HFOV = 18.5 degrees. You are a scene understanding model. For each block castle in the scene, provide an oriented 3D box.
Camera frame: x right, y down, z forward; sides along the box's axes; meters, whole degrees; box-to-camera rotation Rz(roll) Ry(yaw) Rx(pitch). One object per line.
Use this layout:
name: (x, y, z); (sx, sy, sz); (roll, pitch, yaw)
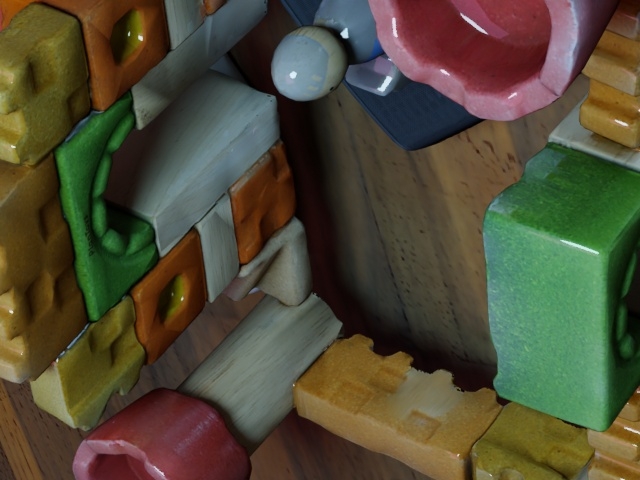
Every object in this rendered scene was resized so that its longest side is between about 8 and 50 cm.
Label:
block castle: (0.000, 0.000, 0.848); (0.303, 0.213, 0.453); (21, 139, 28)

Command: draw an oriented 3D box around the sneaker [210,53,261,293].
sneaker: (-0.113, -0.079, 1.062); (0.106, 0.123, 0.290); (1, 122, 43)

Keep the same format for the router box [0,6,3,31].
router box: (-0.233, -0.236, 0.966); (0.301, 0.082, 0.335); (103, 147, -48)

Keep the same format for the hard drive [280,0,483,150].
hard drive: (0.024, -0.166, 0.901); (0.172, 0.054, 0.254); (-24, 102, 52)
